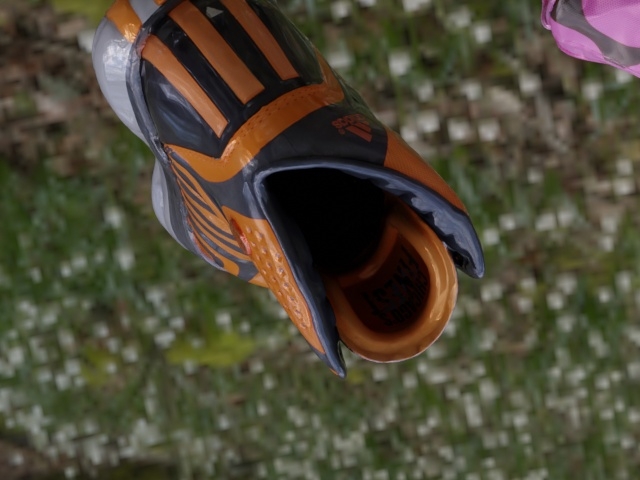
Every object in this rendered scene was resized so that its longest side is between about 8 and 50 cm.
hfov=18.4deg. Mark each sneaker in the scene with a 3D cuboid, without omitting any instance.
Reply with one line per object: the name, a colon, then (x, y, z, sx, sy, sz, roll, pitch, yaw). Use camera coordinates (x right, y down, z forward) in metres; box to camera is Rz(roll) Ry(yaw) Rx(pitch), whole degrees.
sneaker: (0.000, 0.000, 0.969, 0.125, 0.180, 0.321, -39, 156, 1)

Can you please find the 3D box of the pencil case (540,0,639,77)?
pencil case: (0.193, -0.083, 0.815, 0.209, 0.098, 0.095, 27, -158, 6)
